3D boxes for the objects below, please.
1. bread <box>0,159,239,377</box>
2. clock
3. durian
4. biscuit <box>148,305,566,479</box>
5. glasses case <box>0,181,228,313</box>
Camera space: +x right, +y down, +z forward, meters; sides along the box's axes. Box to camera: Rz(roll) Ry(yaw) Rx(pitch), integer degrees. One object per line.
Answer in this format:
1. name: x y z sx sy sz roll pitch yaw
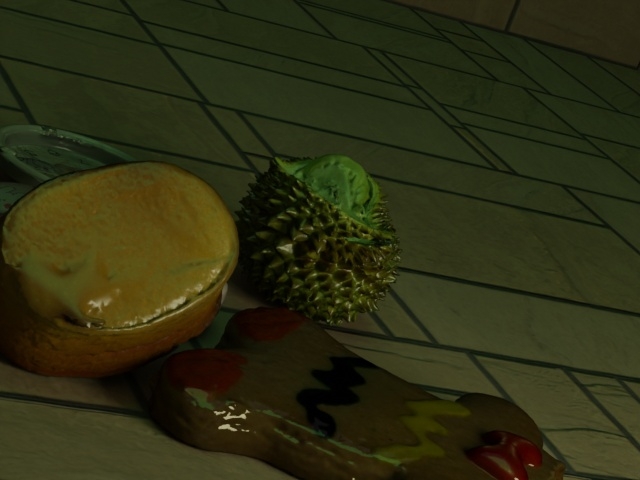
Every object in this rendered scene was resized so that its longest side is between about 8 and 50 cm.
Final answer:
1. bread: -0.209 0.027 1.789 0.269 0.143 0.195 -18 72 -31
2. clock: -0.290 -0.073 2.206 0.236 0.053 0.236 21 17 -7
3. durian: -0.001 0.000 2.129 0.200 0.177 0.237 6 16 -14
4. biscuit: 0.057 0.179 1.847 0.394 0.076 0.368 25 20 13
5. glasses case: -0.242 0.012 1.985 0.296 0.075 0.113 24 17 4
